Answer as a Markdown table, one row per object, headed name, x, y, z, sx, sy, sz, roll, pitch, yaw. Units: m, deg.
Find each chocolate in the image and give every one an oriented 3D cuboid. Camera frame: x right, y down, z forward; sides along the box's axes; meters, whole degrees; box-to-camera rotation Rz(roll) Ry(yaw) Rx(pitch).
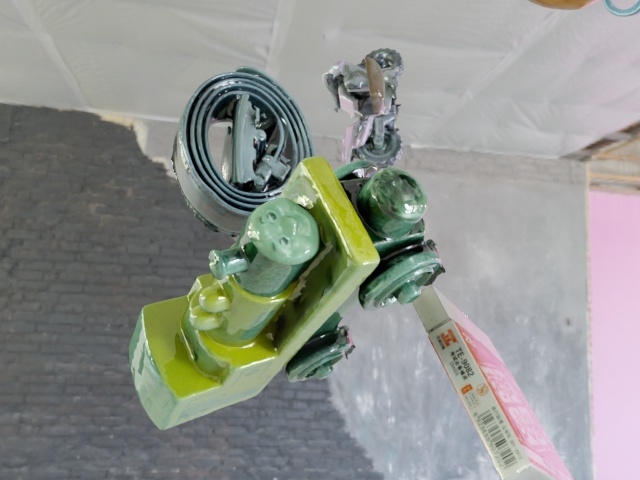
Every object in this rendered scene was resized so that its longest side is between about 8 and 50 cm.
| name | x | y | z | sx | sy | sz | roll | pitch | yaw |
| --- | --- | --- | --- | --- | --- | --- | --- | --- | --- |
| chocolate | 0.105 | -0.292 | 1.096 | 0.031 | 0.101 | 0.064 | -8 | -24 | 8 |

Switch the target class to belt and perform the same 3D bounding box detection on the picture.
| name | x | y | z | sx | sy | sz | roll | pitch | yaw |
| --- | --- | --- | --- | --- | --- | --- | --- | --- | --- |
| belt | -0.114 | -0.142 | 0.879 | 0.206 | 0.268 | 0.116 | -4 | -19 | -24 |

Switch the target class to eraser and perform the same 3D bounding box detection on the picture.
| name | x | y | z | sx | sy | sz | roll | pitch | yaw |
| --- | --- | --- | --- | --- | --- | --- | --- | --- | --- |
| eraser | 0.189 | 0.169 | 0.639 | 0.038 | 0.230 | 0.157 | -38 | -50 | 15 |

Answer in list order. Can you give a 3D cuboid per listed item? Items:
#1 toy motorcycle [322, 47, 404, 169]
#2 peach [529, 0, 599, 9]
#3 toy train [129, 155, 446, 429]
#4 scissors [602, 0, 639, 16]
| name | x | y | z | sx | sy | sz | roll | pitch | yaw |
| --- | --- | --- | --- | --- | --- | --- | --- | --- | --- |
| toy motorcycle | 0.091 | -0.297 | 1.304 | 0.187 | 0.327 | 0.143 | 0 | -27 | 10 |
| peach | 0.238 | -0.289 | 0.551 | 0.137 | 0.138 | 0.138 | 2 | -8 | 0 |
| toy train | -0.045 | 0.056 | 0.583 | 0.237 | 0.150 | 0.369 | -13 | -25 | -33 |
| scissors | 0.416 | -0.441 | 0.787 | 0.030 | 0.256 | 0.125 | -23 | 6 | -36 |
